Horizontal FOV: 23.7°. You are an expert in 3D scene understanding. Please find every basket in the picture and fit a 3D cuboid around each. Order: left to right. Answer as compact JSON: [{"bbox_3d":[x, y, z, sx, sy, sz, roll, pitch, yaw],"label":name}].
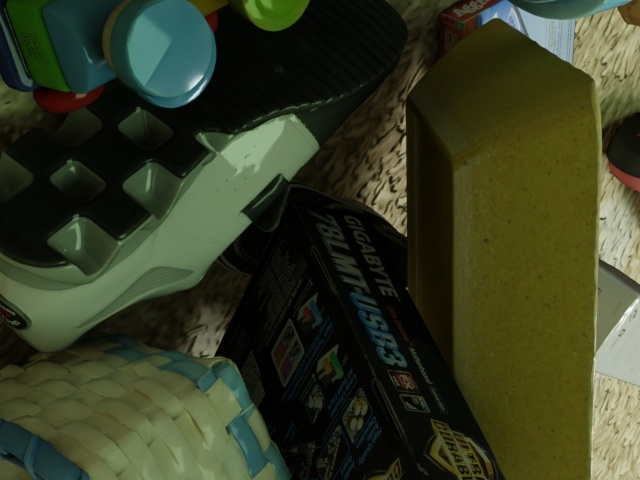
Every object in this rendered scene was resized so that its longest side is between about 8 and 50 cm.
[{"bbox_3d":[-0.167,0.190,0.903,0.289,0.254,0.201,-33,114,-28],"label":"basket"}]

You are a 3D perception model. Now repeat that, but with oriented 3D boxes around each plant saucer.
[{"bbox_3d":[0.111,0.031,1.048,0.080,0.333,0.333,-2,105,-4],"label":"plant saucer"}]

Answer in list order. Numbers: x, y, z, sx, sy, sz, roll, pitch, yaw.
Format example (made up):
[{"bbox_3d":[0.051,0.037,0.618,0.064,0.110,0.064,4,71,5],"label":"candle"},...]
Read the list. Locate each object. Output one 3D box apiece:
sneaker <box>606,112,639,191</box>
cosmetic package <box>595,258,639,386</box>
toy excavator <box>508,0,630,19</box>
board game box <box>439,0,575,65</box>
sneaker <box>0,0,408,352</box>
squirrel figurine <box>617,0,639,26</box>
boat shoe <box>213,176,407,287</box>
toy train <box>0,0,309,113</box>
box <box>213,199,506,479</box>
[{"bbox_3d":[0.374,-0.041,1.500,0.313,0.116,0.136,-1,118,-50],"label":"sneaker"},{"bbox_3d":[0.264,0.070,1.426,0.085,0.117,0.231,-55,150,6],"label":"cosmetic package"},{"bbox_3d":[0.076,-0.313,0.894,0.445,0.222,0.433,-22,130,-28],"label":"toy excavator"},{"bbox_3d":[0.155,-0.090,1.278,0.145,0.027,0.281,-33,137,-33],"label":"board game box"},{"bbox_3d":[-0.081,-0.052,0.972,0.330,0.122,0.146,-36,155,-28],"label":"sneaker"},{"bbox_3d":[0.408,-0.405,1.205,0.397,0.281,0.370,-48,135,-37],"label":"squirrel figurine"},{"bbox_3d":[0.000,0.000,1.123,0.219,0.070,0.078,6,111,-51],"label":"boat shoe"},{"bbox_3d":[-0.056,-0.155,0.866,0.248,0.143,0.105,-33,124,-30],"label":"toy train"},{"bbox_3d":[-0.012,0.175,1.008,0.073,0.293,0.296,11,121,-28],"label":"box"}]
